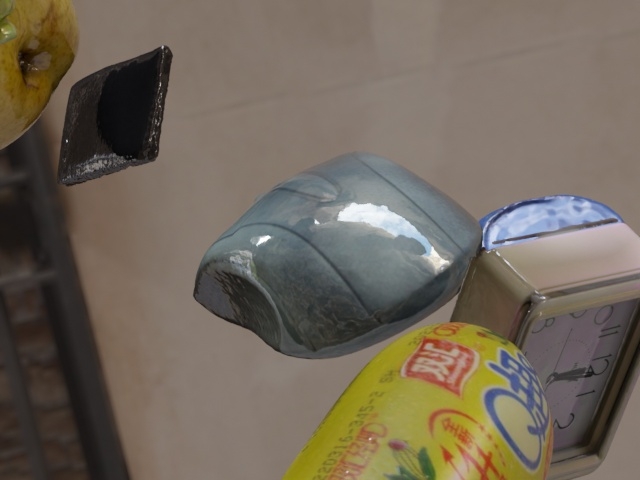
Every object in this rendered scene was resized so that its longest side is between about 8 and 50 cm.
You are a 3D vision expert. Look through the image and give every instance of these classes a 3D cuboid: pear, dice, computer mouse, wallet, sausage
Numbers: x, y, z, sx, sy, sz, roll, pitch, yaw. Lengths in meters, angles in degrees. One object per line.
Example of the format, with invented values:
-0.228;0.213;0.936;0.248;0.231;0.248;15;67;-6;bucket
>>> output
-0.410;-0.224;2.040;0.314;0.314;0.314;-13;7;2;pear
0.207;0.054;1.740;0.146;0.143;0.146;-9;-36;-12;dice
0.000;0.000;1.617;0.188;0.122;0.371;-32;12;-17;computer mouse
-0.224;-0.130;2.059;0.025;0.124;0.244;13;-11;-27;wallet
0.032;0.155;1.001;0.123;0.123;0.347;-8;28;33;sausage

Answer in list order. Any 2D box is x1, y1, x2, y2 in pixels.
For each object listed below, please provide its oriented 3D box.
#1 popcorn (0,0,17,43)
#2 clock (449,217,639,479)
-0.313;-0.210;1.538;0.141;0.135;0.162;3;53;7;popcorn
0.158;0.087;1.381;0.147;0.192;0.071;-10;40;-35;clock
